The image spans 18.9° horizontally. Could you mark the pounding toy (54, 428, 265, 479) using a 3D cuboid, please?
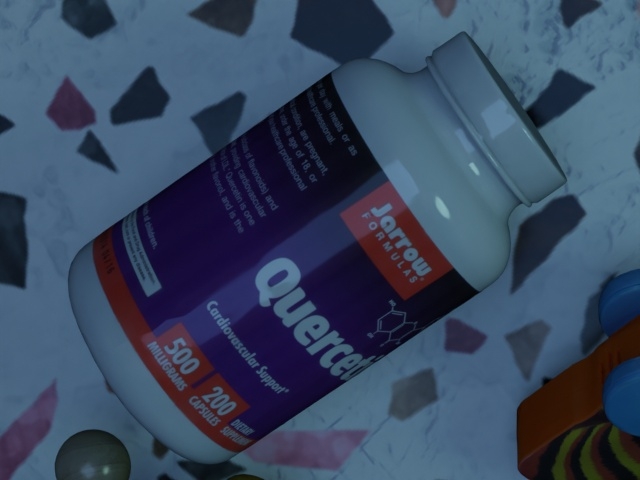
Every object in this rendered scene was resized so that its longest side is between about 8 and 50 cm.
[{"bbox_3d":[-0.070,0.218,1.369,0.237,0.183,0.110,31,57,18],"label":"pounding toy"}]

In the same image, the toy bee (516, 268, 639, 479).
[{"bbox_3d":[0.261,0.091,1.266,0.162,0.298,0.195,20,68,-15],"label":"toy bee"}]

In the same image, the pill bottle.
[{"bbox_3d":[0.000,0.000,1.314,0.323,0.181,0.181,-35,87,10],"label":"pill bottle"}]
